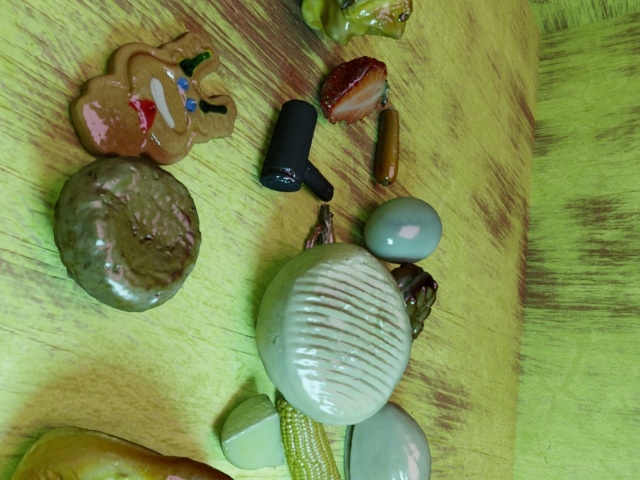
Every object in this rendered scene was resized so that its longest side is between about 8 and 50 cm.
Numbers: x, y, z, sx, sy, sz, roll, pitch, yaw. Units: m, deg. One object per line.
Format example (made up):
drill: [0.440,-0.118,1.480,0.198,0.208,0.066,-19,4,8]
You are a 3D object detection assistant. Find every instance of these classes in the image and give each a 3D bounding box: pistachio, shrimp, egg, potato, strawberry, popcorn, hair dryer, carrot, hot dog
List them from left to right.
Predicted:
hot dog: [-0.231,0.411,0.794,0.405,0.223,0.185,48,48,-43]
potato: [-0.142,0.382,1.075,0.120,0.081,0.149,-18,124,-24]
hair dryer: [-0.034,-0.164,1.243,0.251,0.089,0.197,47,49,-55]
shrimp: [0.000,0.000,1.312,0.099,0.041,0.180,10,81,-40]
strawberry: [0.074,-0.384,1.384,0.236,0.107,0.175,-10,133,-54]
popcorn: [0.090,-0.569,1.238,0.281,0.297,0.316,-12,65,-40]
carrot: [0.189,-0.257,1.562,0.067,0.067,0.225,23,68,-53]
pistachio: [0.169,0.549,1.392,0.226,0.208,0.332,-8,88,-12]
egg: [0.219,-0.025,1.491,0.264,0.183,0.183,-9,96,-49]

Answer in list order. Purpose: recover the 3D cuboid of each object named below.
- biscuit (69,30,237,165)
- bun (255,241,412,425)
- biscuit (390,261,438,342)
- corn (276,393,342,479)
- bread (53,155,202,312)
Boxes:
biscuit: [-0.262,-0.232,0.932,0.334,0.047,0.202,-39,120,-48]
bun: [0.016,0.188,1.138,0.326,0.234,0.362,-4,84,-35]
biscuit: [0.195,0.190,1.433,0.366,0.115,0.268,-26,141,-54]
corn: [-0.025,0.462,1.189,0.106,0.106,0.305,-34,111,-51]
bread: [-0.285,-0.011,0.823,0.230,0.123,0.230,16,70,-52]
